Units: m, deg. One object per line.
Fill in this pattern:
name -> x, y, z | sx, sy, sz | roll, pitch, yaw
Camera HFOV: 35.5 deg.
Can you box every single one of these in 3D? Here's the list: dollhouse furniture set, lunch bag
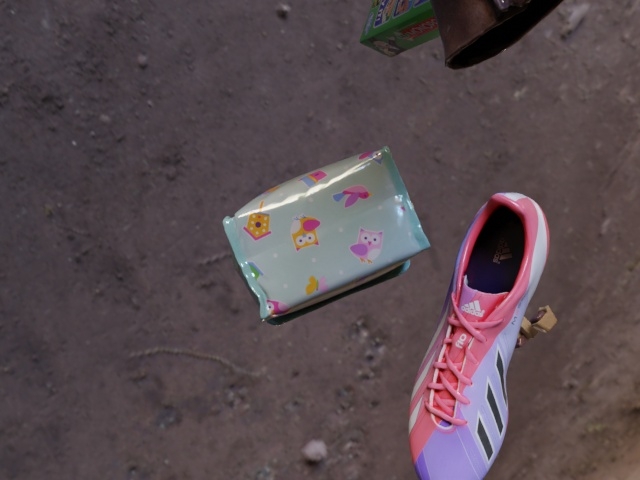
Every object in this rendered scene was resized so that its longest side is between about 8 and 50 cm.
dollhouse furniture set -> 0.182, 0.103, 1.099 | 0.114, 0.081, 0.091 | -44, 180, -19
lunch bag -> 0.000, 0.000, 1.252 | 0.223, 0.160, 0.262 | -23, 178, -5

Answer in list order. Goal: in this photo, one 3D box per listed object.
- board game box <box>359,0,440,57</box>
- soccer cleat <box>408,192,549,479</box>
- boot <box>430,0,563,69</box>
board game box -> 0.144, -0.359, 1.021 | 0.046, 0.213, 0.317 | 19, 83, -18
soccer cleat -> 0.119, 0.080, 0.785 | 0.095, 0.083, 0.248 | 28, 80, -66
boot -> 0.110, -0.230, 0.498 | 0.090, 0.207, 0.248 | -8, 161, -35
